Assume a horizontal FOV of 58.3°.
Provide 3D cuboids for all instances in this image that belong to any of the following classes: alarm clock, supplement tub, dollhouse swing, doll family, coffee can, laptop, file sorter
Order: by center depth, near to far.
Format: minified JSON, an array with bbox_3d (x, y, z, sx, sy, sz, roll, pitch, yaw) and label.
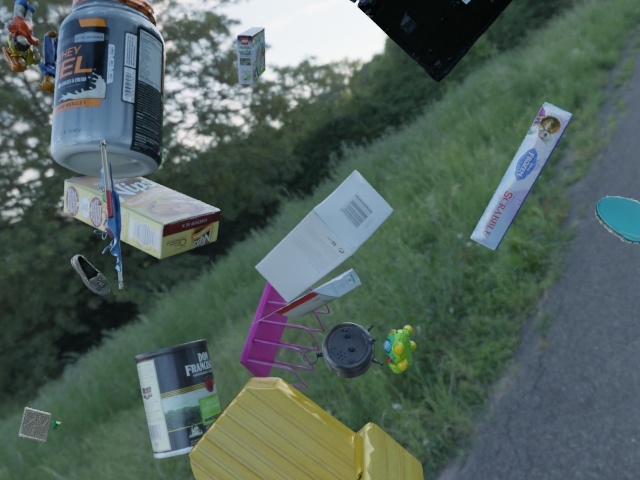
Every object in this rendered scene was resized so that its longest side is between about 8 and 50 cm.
[{"bbox_3d":[0.152,-0.417,0.864,0.234,0.264,0.136,-49,11,12],"label":"laptop"},{"bbox_3d":[-0.058,0.451,0.894,0.347,0.305,0.315,-51,18,29],"label":"dollhouse swing"},{"bbox_3d":[-0.390,-0.289,1.070,0.193,0.316,0.193,-2,-12,0],"label":"supplement tub"},{"bbox_3d":[0.049,0.272,1.413,0.192,0.129,0.064,-13,-30,1],"label":"alarm clock"},{"bbox_3d":[-0.715,-0.473,1.478,0.118,0.163,0.263,-18,-24,27],"label":"doll family"},{"bbox_3d":[-0.386,0.431,1.585,0.201,0.275,0.201,-14,-8,-2],"label":"coffee can"},{"bbox_3d":[-0.100,0.306,1.849,0.182,0.202,0.291,6,60,20],"label":"file sorter"}]

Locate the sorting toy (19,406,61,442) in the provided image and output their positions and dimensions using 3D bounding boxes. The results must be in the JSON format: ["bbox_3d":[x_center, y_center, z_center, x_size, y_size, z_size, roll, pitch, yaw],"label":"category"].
[{"bbox_3d":[-0.556,0.370,1.140,0.012,0.083,0.062,-30,47,23],"label":"sorting toy"}]

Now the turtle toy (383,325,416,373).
[{"bbox_3d":[0.194,0.276,1.425,0.066,0.130,0.095,0,29,29],"label":"turtle toy"}]

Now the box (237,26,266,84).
[{"bbox_3d":[-0.171,-0.467,1.438,0.036,0.114,0.207,3,26,3],"label":"box"}]

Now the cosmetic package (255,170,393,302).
[{"bbox_3d":[0.000,0.000,1.581,0.217,0.156,0.385,-45,3,-39],"label":"cosmetic package"}]

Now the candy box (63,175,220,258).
[{"bbox_3d":[-0.412,-0.068,1.322,0.316,0.088,0.183,23,23,25],"label":"candy box"}]

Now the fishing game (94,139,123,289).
[{"bbox_3d":[-0.353,-0.041,0.950,0.041,0.189,0.264,-6,-24,-18],"label":"fishing game"}]

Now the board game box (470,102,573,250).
[{"bbox_3d":[0.469,-0.157,1.319,0.066,0.319,0.318,30,23,14],"label":"board game box"}]

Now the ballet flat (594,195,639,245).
[{"bbox_3d":[0.643,-0.012,1.092,0.241,0.077,0.091,34,90,43],"label":"ballet flat"}]

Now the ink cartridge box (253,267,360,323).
[{"bbox_3d":[-0.032,0.156,1.404,0.224,0.056,0.181,-28,-4,-41],"label":"ink cartridge box"}]

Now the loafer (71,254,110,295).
[{"bbox_3d":[-0.576,0.088,1.442,0.045,0.125,0.039,-47,15,-33],"label":"loafer"}]
